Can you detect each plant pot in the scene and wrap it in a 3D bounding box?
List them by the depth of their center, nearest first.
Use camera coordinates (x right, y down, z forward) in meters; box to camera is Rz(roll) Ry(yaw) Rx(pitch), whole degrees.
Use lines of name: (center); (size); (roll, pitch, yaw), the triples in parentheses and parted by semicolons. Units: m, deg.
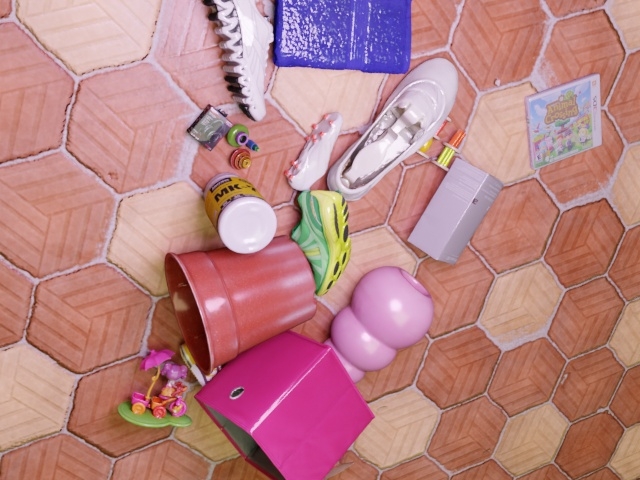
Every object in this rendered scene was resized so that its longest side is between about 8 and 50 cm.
plant pot: (-0.166, 0.120, 1.502); (0.265, 0.272, 0.273); (-17, 117, -23)

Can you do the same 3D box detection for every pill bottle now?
pill bottle: (-0.174, -0.064, 1.435); (0.119, 0.208, 0.119); (-8, 115, -19)

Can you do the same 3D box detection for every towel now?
towel: (0.048, -0.468, 1.436); (0.308, 0.076, 0.228); (-2, 105, -20)

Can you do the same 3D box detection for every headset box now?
headset box: (-0.228, -0.239, 1.442); (0.083, 0.032, 0.062); (-47, 120, 4)

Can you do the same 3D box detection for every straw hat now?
straw hat: (0.017, 0.610, 1.877); (0.144, 0.144, 0.061); (-27, 78, -9)

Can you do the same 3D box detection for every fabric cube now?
fabric cube: (-0.082, 0.384, 1.595); (0.258, 0.254, 0.259); (-44, 121, -23)

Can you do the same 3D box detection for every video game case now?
video game case: (0.621, -0.302, 1.754); (0.212, 0.023, 0.193); (-20, 117, -12)

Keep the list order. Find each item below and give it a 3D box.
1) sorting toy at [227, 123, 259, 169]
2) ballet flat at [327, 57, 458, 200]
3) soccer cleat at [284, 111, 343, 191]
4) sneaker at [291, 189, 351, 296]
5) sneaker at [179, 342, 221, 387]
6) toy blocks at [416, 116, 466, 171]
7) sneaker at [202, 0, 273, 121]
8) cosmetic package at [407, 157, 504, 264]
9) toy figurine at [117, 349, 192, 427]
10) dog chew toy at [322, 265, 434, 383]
sorting toy: (-0.161, -0.195, 1.472); (0.061, 0.042, 0.102); (-22, 129, -29)
ballet flat: (0.171, -0.241, 1.527); (0.400, 0.139, 0.139); (-47, 120, 3)
soccer cleat: (-0.003, -0.196, 1.534); (0.076, 0.068, 0.196); (25, 108, -33)
sneaker: (0.000, 0.000, 1.601); (0.109, 0.123, 0.296); (-43, 145, -42)
sneaker: (-0.255, 0.302, 1.638); (0.083, 0.069, 0.186); (-31, 120, -1)
toy blocks: (0.296, -0.253, 1.630); (0.123, 0.054, 0.148); (26, 100, -28)
sneaker: (-0.142, -0.382, 1.378); (0.118, 0.110, 0.292); (-22, 119, -19)
cosmetic package: (0.327, -0.067, 1.672); (0.127, 0.107, 0.238); (11, 108, -57)
toy figurine: (-0.360, 0.331, 1.582); (0.173, 0.130, 0.159); (15, 97, -12)
dog chew toy: (0.120, 0.222, 1.687); (0.206, 0.207, 0.332); (34, 105, -29)
